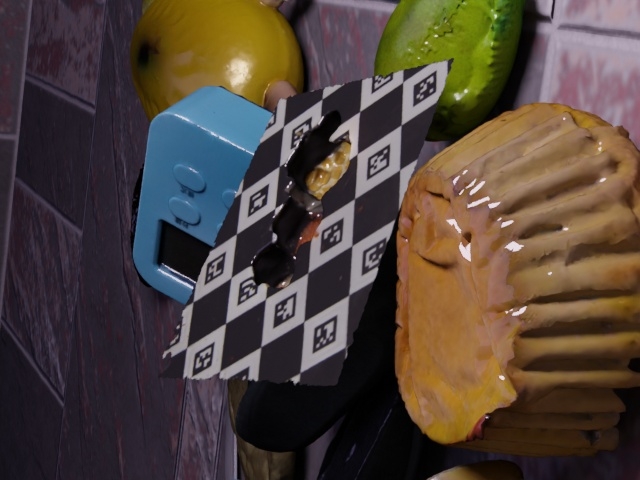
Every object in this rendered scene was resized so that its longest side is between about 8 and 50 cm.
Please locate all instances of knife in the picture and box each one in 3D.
[{"bbox_3d":[-0.108,0.277,1.958,0.058,0.032,0.244,111,159,-55],"label":"knife"}]

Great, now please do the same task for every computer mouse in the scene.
[{"bbox_3d":[0.011,0.067,1.486,0.374,0.114,0.203,-51,9,50],"label":"computer mouse"},{"bbox_3d":[0.060,0.194,1.486,0.126,0.071,0.231,-103,37,-70],"label":"computer mouse"}]

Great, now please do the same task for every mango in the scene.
[{"bbox_3d":[0.114,-0.166,1.375,0.119,0.100,0.178,44,129,14],"label":"mango"}]

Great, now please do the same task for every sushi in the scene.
[{"bbox_3d":[0.000,0.000,1.349,0.264,0.050,0.290,-6,56,53],"label":"sushi"}]

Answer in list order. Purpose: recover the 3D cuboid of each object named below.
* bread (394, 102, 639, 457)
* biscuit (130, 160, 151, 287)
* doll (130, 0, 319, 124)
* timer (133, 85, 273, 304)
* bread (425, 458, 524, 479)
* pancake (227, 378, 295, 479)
[{"bbox_3d":[0.142,0.030,1.200,0.274,0.149,0.274,0,90,63],"label":"bread"},{"bbox_3d":[-0.224,-0.026,2.264,0.194,0.053,0.194,-177,90,-69],"label":"biscuit"},{"bbox_3d":[-0.086,-0.173,1.821,0.348,0.161,0.423,-32,55,43],"label":"doll"},{"bbox_3d":[-0.081,-0.005,1.667,0.091,0.232,0.250,-43,-25,-53],"label":"timer"},{"bbox_3d":[0.107,0.299,1.254,0.156,0.158,0.260,66,146,32],"label":"bread"},{"bbox_3d":[-0.062,0.188,1.827,0.242,0.050,0.242,179,90,-76],"label":"pancake"}]
